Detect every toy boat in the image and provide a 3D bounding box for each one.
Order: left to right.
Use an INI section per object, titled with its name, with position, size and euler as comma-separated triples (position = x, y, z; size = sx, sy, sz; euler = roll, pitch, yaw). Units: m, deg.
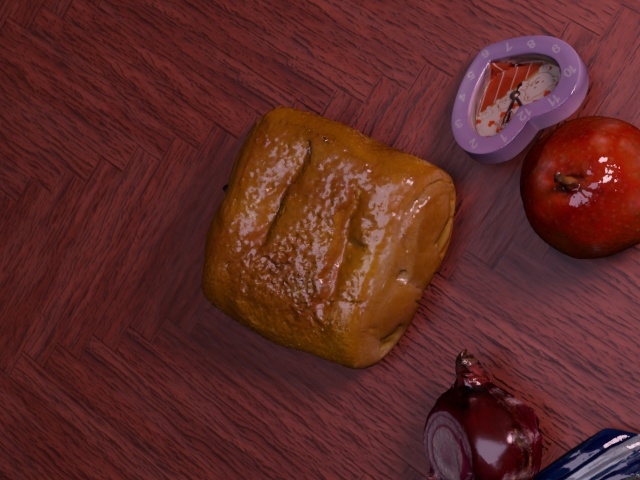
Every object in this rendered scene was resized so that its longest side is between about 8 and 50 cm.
[toy boat]
position = 0.415, 0.394, 1.486
size = 0.220, 0.067, 0.291
euler = -38, 77, 16

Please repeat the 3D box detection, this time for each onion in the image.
[onion]
position = 0.224, 0.242, 1.528
size = 0.173, 0.135, 0.198
euler = 6, 96, 58

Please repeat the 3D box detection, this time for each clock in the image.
[clock]
position = 0.268, -0.199, 1.571
size = 0.198, 0.064, 0.172
euler = -37, 47, 15

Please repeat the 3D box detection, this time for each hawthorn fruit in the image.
[hawthorn fruit]
position = 0.337, -0.071, 1.454
size = 0.196, 0.225, 0.196
euler = 0, 90, 29

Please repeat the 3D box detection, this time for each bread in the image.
[bread]
position = -0.003, -0.001, 1.619
size = 0.337, 0.148, 0.328
euler = 26, 92, 20

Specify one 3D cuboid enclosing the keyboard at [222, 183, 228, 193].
[keyboard]
position = -0.063, 0.003, 1.730
size = 0.087, 0.017, 0.250
euler = -33, 75, 19
